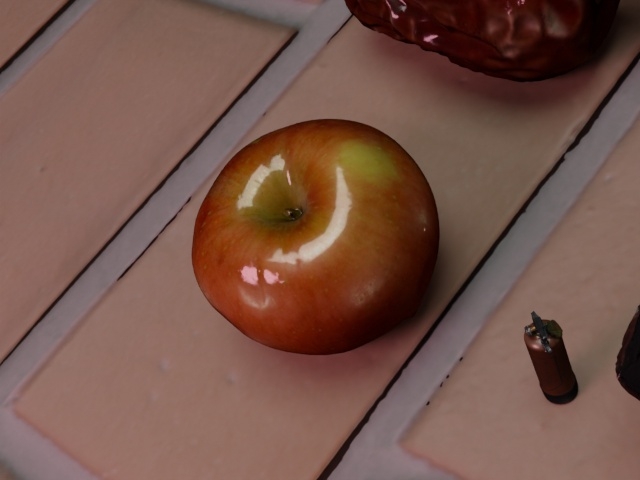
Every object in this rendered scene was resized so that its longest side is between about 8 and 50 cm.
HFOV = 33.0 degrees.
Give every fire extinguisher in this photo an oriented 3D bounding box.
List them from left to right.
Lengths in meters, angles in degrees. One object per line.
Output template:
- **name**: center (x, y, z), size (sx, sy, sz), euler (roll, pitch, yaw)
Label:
- **fire extinguisher**: center (0.134, 0.069, 0.627), size (0.022, 0.083, 0.028), euler (-22, 49, 6)

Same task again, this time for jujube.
- **jujube**: center (0.114, -0.203, 0.813), size (0.230, 0.155, 0.155), euler (19, 63, 44)

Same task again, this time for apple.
- **apple**: center (0.000, 0.000, 0.712), size (0.163, 0.139, 0.163), euler (-8, 64, 17)

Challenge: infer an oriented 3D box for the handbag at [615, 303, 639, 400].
- **handbag**: center (0.259, 0.017, 0.542), size (0.215, 0.169, 0.155), euler (-61, 12, -30)
